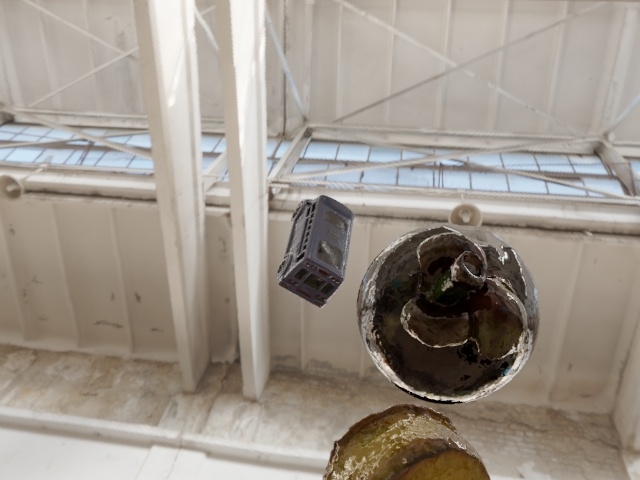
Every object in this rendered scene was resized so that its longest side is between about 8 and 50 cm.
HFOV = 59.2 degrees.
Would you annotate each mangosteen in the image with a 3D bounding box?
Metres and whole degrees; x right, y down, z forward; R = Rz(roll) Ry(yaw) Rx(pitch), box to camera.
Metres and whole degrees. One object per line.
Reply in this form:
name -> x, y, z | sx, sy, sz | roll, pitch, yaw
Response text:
mangosteen -> 0.154, 0.078, 0.678 | 0.228, 0.228, 0.265 | 5, -19, 8

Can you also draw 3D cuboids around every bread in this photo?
bread -> 0.182, 0.544, 1.153 | 0.398, 0.215, 0.397 | -1, -88, -20

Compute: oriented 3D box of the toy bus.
toy bus -> 0.000, 0.000, 1.260 | 0.126, 0.292, 0.133 | 31, -52, -16
